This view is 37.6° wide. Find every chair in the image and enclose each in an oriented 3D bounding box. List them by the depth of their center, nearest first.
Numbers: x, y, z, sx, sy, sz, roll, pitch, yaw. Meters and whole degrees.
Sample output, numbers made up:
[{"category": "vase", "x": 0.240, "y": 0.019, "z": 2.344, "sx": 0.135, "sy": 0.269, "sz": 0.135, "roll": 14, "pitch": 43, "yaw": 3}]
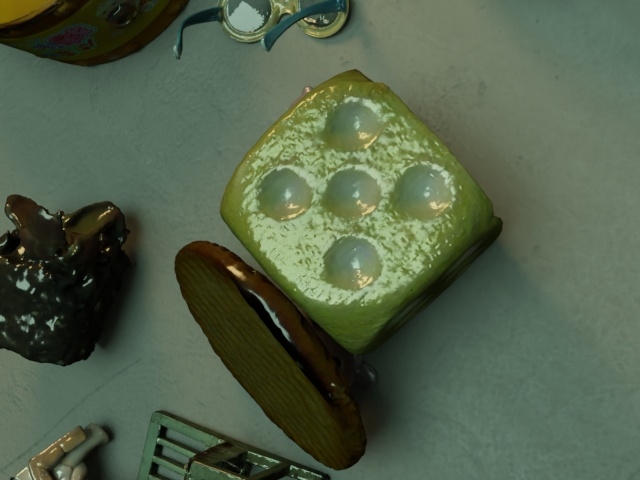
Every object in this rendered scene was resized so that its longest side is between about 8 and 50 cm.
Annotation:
[{"category": "chair", "x": -0.144, "y": 0.322, "z": 1.171, "sx": 0.270, "sy": 0.147, "sz": 0.136, "roll": 16, "pitch": 95, "yaw": 22}]

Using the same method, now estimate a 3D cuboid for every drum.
[{"category": "drum", "x": -0.363, "y": -0.456, "z": 1.269, "sx": 0.431, "sy": 0.214, "sz": 0.431, "roll": -1, "pitch": 88, "yaw": 23}]

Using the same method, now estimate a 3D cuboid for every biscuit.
[{"category": "biscuit", "x": -0.059, "y": 0.131, "z": 1.079, "sx": 0.040, "sy": 0.318, "sz": 0.318, "roll": -36, "pitch": 70, "yaw": -22}]

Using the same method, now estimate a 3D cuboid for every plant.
[{"category": "plant", "x": -0.360, "y": 0.041, "z": 1.256, "sx": 0.178, "sy": 0.204, "sz": 0.234, "roll": 17, "pitch": 105, "yaw": 14}]

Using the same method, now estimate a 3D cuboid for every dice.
[{"category": "dice", "x": 0.046, "y": -0.026, "z": 1.030, "sx": 0.227, "sy": 0.238, "sz": 0.233, "roll": -44, "pitch": 78, "yaw": 3}]

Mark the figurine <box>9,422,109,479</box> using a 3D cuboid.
[{"category": "figurine", "x": -0.304, "y": 0.374, "z": 1.255, "sx": 0.237, "sy": 0.141, "sz": 0.162, "roll": 53, "pitch": 144, "yaw": 15}]

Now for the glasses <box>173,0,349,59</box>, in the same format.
[{"category": "glasses", "x": -0.078, "y": -0.253, "z": 1.154, "sx": 0.189, "sy": 0.220, "sz": 0.088, "roll": 2, "pitch": 127, "yaw": 23}]

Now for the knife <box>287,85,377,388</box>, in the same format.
[{"category": "knife", "x": 0.000, "y": 0.000, "z": 1.181, "sx": 0.132, "sy": 0.038, "sz": 0.399, "roll": -5, "pitch": 85, "yaw": 21}]
